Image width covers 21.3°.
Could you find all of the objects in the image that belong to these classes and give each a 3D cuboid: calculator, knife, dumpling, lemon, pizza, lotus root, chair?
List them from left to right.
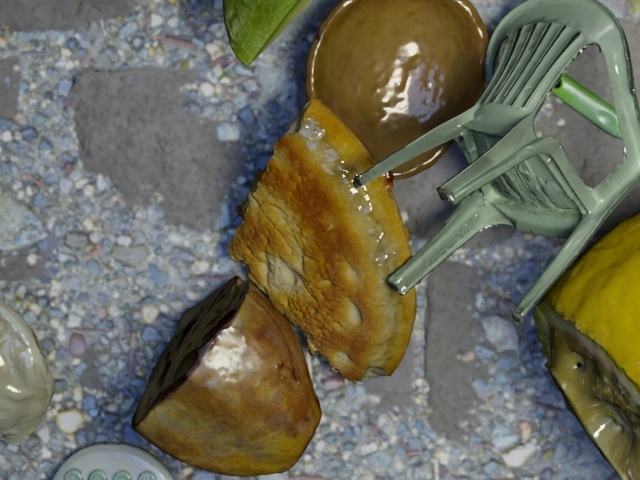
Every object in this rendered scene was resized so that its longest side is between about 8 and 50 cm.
[{"bbox_3d":[-0.355,0.145,1.874,0.136,0.118,0.199,11,123,10],"label":"dumpling"},{"bbox_3d":[-0.230,0.373,1.923,0.184,0.042,0.295,1,97,10],"label":"calculator"},{"bbox_3d":[-0.073,0.152,1.785,0.180,0.188,0.199,37,123,-10],"label":"lotus root"},{"bbox_3d":[0.000,0.000,1.776,0.226,0.086,0.335,8,126,39],"label":"pizza"},{"bbox_3d":[0.184,-0.086,1.634,0.203,0.275,0.190,11,136,50],"label":"chair"},{"bbox_3d":[0.289,-0.121,1.758,0.212,0.015,0.054,36,112,2],"label":"knife"},{"bbox_3d":[0.408,0.105,1.617,0.364,0.364,0.364,2,100,10],"label":"lemon"}]

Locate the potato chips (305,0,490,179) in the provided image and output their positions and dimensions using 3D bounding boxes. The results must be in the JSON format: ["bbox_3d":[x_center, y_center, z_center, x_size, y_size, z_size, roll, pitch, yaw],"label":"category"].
[{"bbox_3d":[0.078,-0.171,1.757,0.195,0.062,0.208,-17,110,-3],"label":"potato chips"}]

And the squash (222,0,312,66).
[{"bbox_3d":[0.010,-0.321,1.625,0.111,0.203,0.288,45,139,0],"label":"squash"}]
